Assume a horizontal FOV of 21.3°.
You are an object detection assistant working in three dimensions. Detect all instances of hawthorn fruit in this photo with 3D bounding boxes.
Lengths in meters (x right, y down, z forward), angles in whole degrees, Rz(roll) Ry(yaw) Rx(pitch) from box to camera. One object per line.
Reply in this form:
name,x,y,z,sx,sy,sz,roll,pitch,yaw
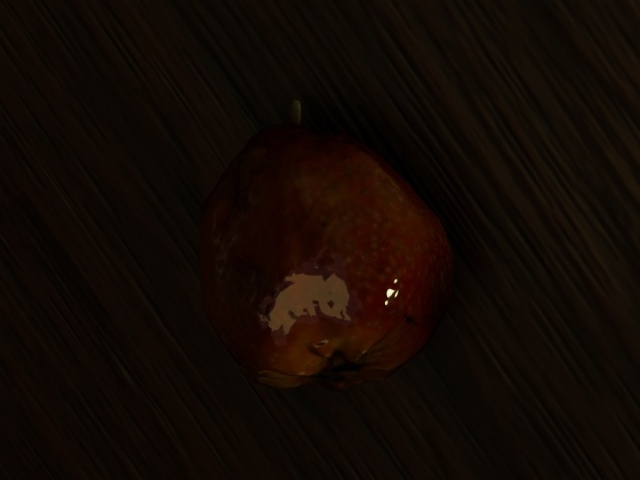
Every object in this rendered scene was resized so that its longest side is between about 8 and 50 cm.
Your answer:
hawthorn fruit,0.000,0.015,1.140,0.179,0.173,0.173,52,127,37
